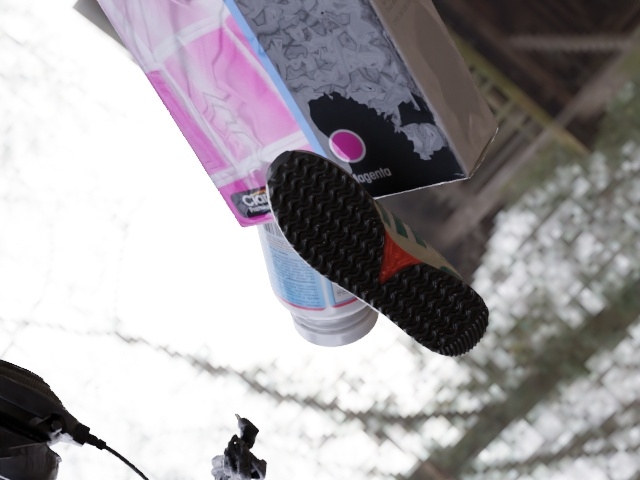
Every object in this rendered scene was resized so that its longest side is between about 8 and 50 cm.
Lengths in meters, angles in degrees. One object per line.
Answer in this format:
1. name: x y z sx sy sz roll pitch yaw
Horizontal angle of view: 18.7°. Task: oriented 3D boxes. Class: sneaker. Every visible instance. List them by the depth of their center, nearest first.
1. sneaker: 0.029 0.008 1.165 0.161 0.057 0.075 40 179 -6

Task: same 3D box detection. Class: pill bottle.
1. pill bottle: 0.000 0.000 1.397 0.087 0.087 0.160 -114 9 -45

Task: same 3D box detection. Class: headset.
1. headset: -0.244 0.200 1.517 0.394 0.185 0.243 -4 -100 -13

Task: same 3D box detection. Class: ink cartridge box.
1. ink cartridge box: -0.056 -0.179 1.124 0.371 0.176 0.069 60 -140 -23
